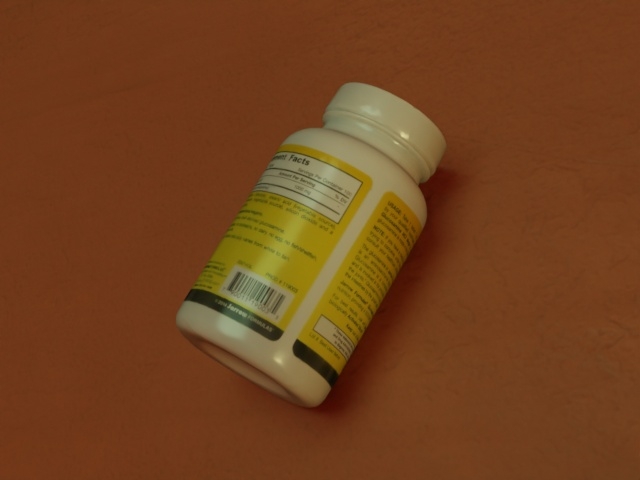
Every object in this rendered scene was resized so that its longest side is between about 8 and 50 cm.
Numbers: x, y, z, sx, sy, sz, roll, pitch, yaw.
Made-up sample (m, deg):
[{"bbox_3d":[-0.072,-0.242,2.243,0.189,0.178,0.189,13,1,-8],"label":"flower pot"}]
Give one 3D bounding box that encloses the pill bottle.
[{"bbox_3d":[0.000,0.000,1.324,0.188,0.188,0.334,18,71,44],"label":"pill bottle"}]
